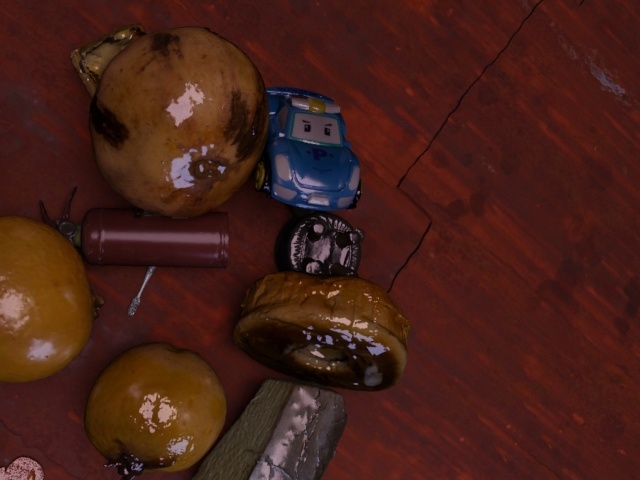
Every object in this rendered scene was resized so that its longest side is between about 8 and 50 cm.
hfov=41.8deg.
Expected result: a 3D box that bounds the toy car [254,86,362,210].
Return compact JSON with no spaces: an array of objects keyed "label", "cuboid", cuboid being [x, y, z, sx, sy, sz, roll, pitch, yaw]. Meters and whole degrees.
[{"label":"toy car","cuboid":[-0.023,-0.177,1.532,0.198,0.314,0.166,7,123,-17]}]

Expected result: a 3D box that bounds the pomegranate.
[{"label":"pomegranate","cuboid":[-0.236,-0.199,1.411,0.322,0.322,0.322,1,87,-19]}]

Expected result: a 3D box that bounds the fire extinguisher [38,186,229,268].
[{"label":"fire extinguisher","cuboid":[-0.333,-0.024,1.497,0.337,0.106,0.147,3,61,-10]}]

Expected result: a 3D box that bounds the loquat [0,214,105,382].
[{"label":"loquat","cuboid":[-0.487,0.101,1.349,0.275,0.275,0.274,1,87,-19]}]

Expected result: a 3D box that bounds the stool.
[{"label":"stool","cuboid":[-0.008,0.003,1.595,0.153,0.139,0.228,-35,101,-18]}]

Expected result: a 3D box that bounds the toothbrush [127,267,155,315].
[{"label":"toothbrush","cuboid":[-0.307,0.037,1.549,0.016,0.019,0.219,25,78,-8]}]

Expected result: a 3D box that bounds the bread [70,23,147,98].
[{"label":"bread","cuboid":[-0.353,-0.301,1.477,0.140,0.160,0.169,-31,97,-19]}]

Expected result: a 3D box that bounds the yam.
[{"label":"yam","cuboid":[-0.076,0.379,1.529,0.201,0.202,0.271,34,74,-37]}]

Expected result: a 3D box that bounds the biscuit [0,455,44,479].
[{"label":"biscuit","cuboid":[-0.526,0.419,1.452,0.078,0.015,0.091,38,75,-12]}]

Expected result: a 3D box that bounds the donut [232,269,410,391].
[{"label":"donut","cuboid":[0.013,0.158,1.523,0.330,0.330,0.160,21,65,-17]}]

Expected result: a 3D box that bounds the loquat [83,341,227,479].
[{"label":"loquat","cuboid":[-0.284,0.295,1.430,0.244,0.244,0.243,1,87,-19]}]
